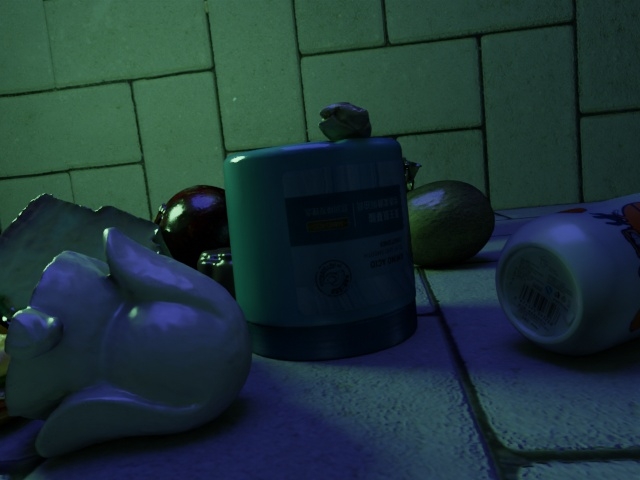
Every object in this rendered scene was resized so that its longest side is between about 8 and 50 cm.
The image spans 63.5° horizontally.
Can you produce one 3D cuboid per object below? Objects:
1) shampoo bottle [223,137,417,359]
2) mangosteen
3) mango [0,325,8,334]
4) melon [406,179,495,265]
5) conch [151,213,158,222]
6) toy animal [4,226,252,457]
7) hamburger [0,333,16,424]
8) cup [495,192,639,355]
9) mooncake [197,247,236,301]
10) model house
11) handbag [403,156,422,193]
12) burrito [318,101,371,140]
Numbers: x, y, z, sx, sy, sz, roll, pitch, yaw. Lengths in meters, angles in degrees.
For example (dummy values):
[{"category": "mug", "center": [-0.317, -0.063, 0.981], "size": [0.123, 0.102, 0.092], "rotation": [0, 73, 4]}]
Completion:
[{"category": "shampoo bottle", "center": [0.000, 0.000, 0.952], "size": [0.331, 0.343, 0.331], "rotation": [-6, 6, 1]}, {"category": "mangosteen", "center": [-0.319, 0.000, 1.544], "size": [0.359, 0.306, 0.306], "rotation": [26, -6, -24]}, {"category": "mango", "center": [-0.620, 0.151, 0.991], "size": [0.138, 0.187, 0.257], "rotation": [-40, -3, 33]}, {"category": "melon", "center": [0.334, -0.047, 1.480], "size": [0.329, 0.249, 0.248], "rotation": [-11, 8, -14]}, {"category": "conch", "center": [-0.506, 0.011, 1.927], "size": [0.297, 0.210, 0.352], "rotation": [-5, 27, 0]}, {"category": "toy animal", "center": [-0.218, 0.136, 0.638], "size": [0.265, 0.272, 0.206], "rotation": [15, -20, -6]}, {"category": "hamburger", "center": [-0.459, 0.192, 0.692], "size": [0.162, 0.115, 0.162], "rotation": [-8, 7, 1]}, {"category": "cup", "center": [0.432, 0.047, 0.780], "size": [0.317, 0.212, 0.212], "rotation": [-11, 9, -26]}, {"category": "mooncake", "center": [-0.171, 0.077, 1.312], "size": [0.283, 0.141, 0.283], "rotation": [-3, 6, 0]}, {"category": "model house", "center": [-0.382, 0.102, 0.910], "size": [0.298, 0.243, 0.284], "rotation": [19, -27, 22]}, {"category": "handbag", "center": [0.279, -0.136, 1.889], "size": [0.162, 0.325, 0.327], "rotation": [-8, 7, -3]}, {"category": "burrito", "center": [0.051, -0.202, 0.917], "size": [0.082, 0.059, 0.275], "rotation": [3, 8, 7]}]
